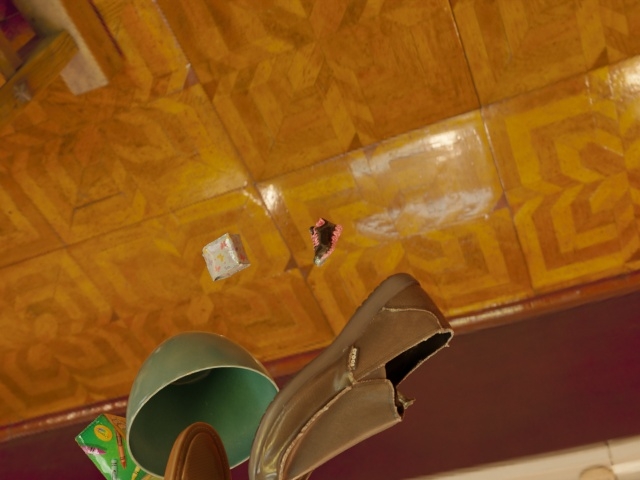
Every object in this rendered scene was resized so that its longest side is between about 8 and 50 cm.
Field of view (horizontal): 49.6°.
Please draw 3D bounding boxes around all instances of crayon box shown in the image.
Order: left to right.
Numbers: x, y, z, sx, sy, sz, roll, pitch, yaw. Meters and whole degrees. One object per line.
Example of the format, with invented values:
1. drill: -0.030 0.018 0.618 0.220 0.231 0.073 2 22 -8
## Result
1. crayon box: -0.433 0.491 1.583 0.081 0.165 0.278 -43 165 -11

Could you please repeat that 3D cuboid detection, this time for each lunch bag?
1. lunch bag: -0.188 0.033 1.355 0.083 0.071 0.053 -29 165 23

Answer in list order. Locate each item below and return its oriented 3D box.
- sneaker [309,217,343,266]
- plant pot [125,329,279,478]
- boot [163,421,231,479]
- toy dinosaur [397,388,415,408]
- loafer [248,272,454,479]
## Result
1. sneaker: 0.000 0.000 1.264 0.057 0.119 0.047 33 126 -7
2. plant pot: -0.241 0.287 1.341 0.290 0.195 0.290 -13 127 -17
3. boot: -0.231 0.404 0.998 0.109 0.284 0.220 4 169 -45
4. toy dinosaur: 0.083 0.268 1.337 0.121 0.160 0.313 -48 145 19
5. loafer: 0.047 0.208 0.934 0.366 0.130 0.134 -51 150 -10
